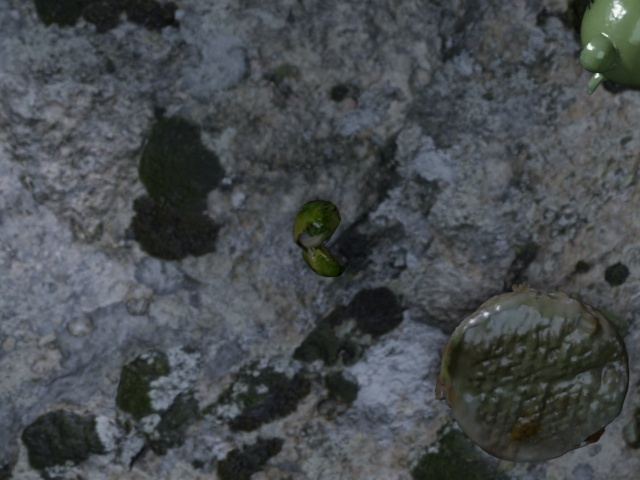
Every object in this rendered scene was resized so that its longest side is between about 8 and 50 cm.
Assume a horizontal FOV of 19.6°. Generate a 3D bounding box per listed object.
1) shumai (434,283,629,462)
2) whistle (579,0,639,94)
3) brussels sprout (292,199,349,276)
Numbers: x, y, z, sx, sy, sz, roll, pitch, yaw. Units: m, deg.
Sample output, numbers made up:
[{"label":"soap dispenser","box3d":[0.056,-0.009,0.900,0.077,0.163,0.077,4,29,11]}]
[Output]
[{"label":"shumai","box3d":[0.210,0.128,1.892,0.201,0.120,0.201,-1,112,-3]},{"label":"whistle","box3d":[0.341,-0.257,1.770,0.106,0.131,0.288,40,105,24]},{"label":"brussels sprout","box3d":[-0.001,0.001,1.854,0.051,0.046,0.083,-9,112,2]}]
